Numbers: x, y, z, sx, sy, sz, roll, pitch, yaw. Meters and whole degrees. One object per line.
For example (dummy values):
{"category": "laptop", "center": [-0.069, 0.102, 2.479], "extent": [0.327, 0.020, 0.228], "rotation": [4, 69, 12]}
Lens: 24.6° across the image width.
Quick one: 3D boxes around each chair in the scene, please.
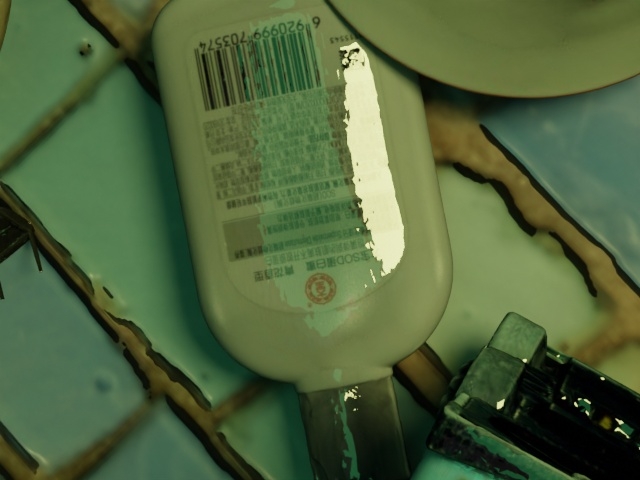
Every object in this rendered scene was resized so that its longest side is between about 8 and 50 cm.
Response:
{"category": "chair", "center": [-0.190, -0.008, 0.851], "extent": [0.037, 0.042, 0.086], "rotation": [-36, 48, 8]}

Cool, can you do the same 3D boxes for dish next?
{"category": "dish", "center": [0.108, -0.207, 0.732], "extent": [0.260, 0.085, 0.260], "rotation": [0, 80, 1]}

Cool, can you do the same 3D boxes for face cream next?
{"category": "face cream", "center": [0.000, 0.000, 0.791], "extent": [0.144, 0.071, 0.291], "rotation": [-13, 87, 7]}

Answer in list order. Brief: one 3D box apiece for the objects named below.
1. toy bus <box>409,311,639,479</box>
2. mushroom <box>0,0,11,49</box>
{"category": "toy bus", "center": [0.096, 0.141, 0.675], "extent": [0.133, 0.271, 0.164], "rotation": [30, 99, 10]}
{"category": "mushroom", "center": [-0.273, -0.153, 0.789], "extent": [0.206, 0.209, 0.206], "rotation": [-5, 63, 10]}
